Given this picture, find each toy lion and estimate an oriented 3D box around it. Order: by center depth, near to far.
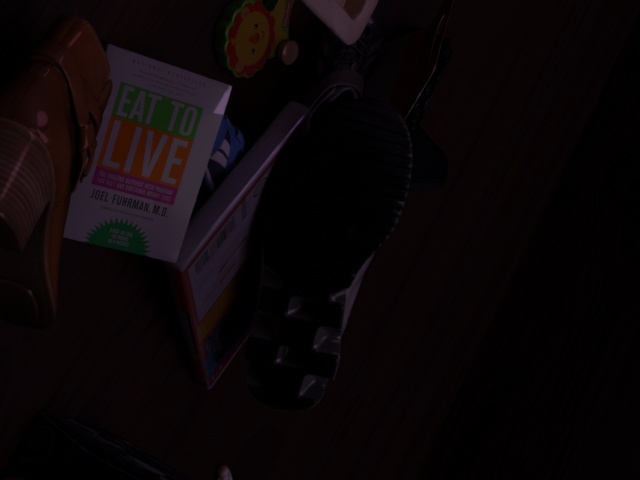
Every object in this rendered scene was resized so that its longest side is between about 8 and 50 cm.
[{"bbox_3d":[-0.056,-0.197,0.696,0.096,0.034,0.100,-17,126,-52],"label":"toy lion"}]

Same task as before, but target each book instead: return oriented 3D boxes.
[{"bbox_3d":[-0.136,-0.064,0.583,0.096,0.035,0.144,14,100,-26],"label":"book"}]

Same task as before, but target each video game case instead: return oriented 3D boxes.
[{"bbox_3d":[-0.076,0.018,0.793,0.204,0.025,0.285,-55,164,-28],"label":"video game case"}]

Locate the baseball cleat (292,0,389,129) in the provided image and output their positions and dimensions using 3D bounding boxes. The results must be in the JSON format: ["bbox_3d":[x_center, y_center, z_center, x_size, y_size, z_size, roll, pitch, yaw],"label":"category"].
[{"bbox_3d":[0.031,-0.183,0.800,0.206,0.072,0.109,-68,-158,1],"label":"baseball cleat"}]

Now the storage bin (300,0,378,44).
[{"bbox_3d":[-0.120,-0.186,0.259,0.260,0.262,0.123,16,94,-67],"label":"storage bin"}]

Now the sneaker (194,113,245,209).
[{"bbox_3d":[-0.098,-0.090,0.673,0.059,0.053,0.144,-49,160,-35],"label":"sneaker"}]

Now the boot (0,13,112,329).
[{"bbox_3d":[-0.181,-0.036,0.508,0.197,0.073,0.152,124,-18,-55],"label":"boot"}]

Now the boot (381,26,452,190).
[{"bbox_3d":[0.134,-0.175,1.048,0.246,0.094,0.207,-12,126,-56],"label":"boot"}]

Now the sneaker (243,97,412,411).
[{"bbox_3d":[0.000,0.000,0.786,0.146,0.122,0.331,-75,-175,-65],"label":"sneaker"}]

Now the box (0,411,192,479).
[{"bbox_3d":[-0.206,0.299,0.650,0.247,0.163,0.142,-62,155,-12],"label":"box"}]

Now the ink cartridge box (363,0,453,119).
[{"bbox_3d":[0.065,-0.156,0.810,0.225,0.056,0.181,117,-6,-49],"label":"ink cartridge box"}]

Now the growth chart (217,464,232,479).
[{"bbox_3d":[-0.178,0.406,1.001,0.237,0.021,0.172,-45,149,-43],"label":"growth chart"}]
